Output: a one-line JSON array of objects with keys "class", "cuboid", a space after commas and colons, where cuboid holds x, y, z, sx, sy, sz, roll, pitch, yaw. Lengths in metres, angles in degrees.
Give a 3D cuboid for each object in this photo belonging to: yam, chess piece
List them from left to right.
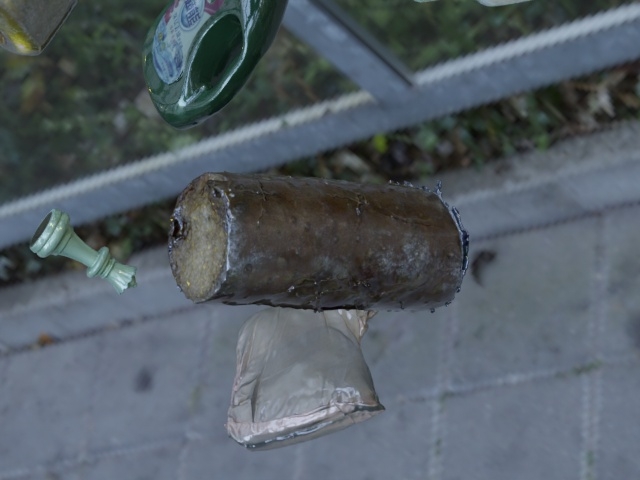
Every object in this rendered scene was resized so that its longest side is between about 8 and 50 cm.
[{"class": "chess piece", "cuboid": [-0.190, 0.013, 1.367, 0.042, 0.093, 0.042, -50, 18, 24]}, {"class": "yam", "cuboid": [-0.001, 0.001, 1.481, 0.131, 0.279, 0.131, -5, 84, 51]}]

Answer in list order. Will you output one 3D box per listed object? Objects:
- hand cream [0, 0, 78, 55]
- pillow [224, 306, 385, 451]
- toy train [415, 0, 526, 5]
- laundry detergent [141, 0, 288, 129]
[{"class": "hand cream", "cuboid": [-0.130, -0.201, 0.921, 0.203, 0.084, 0.084, -53, 39, -11]}, {"class": "pillow", "cuboid": [-0.015, 0.133, 1.756, 0.173, 0.067, 0.270, -18, 23, 10]}, {"class": "toy train", "cuboid": [0.059, -0.143, 0.596, 0.125, 0.081, 0.194, -12, 27, -15]}, {"class": "laundry detergent", "cuboid": [-0.085, -0.201, 1.555, 0.211, 0.063, 0.137, -38, 49, 38]}]
